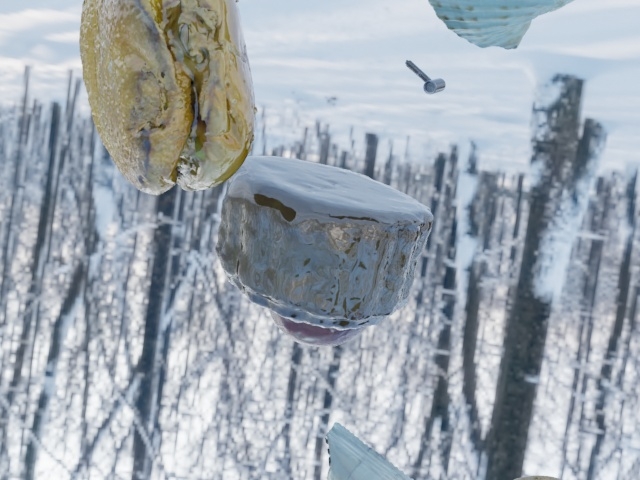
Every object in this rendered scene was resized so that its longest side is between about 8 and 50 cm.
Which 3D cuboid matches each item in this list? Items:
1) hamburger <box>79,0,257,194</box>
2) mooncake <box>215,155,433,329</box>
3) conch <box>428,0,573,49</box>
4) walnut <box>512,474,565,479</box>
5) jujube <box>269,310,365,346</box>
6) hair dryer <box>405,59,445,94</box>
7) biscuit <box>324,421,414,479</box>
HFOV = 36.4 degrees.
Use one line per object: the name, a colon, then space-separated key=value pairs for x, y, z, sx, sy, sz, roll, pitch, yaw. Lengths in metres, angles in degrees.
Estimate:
hamburger: x=-0.180 y=-0.203 z=1.162 sx=0.170 sy=0.290 sz=0.314 roll=-12 pitch=-159 yaw=-21
mooncake: x=-0.001 y=-0.001 z=1.458 sx=0.323 sy=0.187 sz=0.324 roll=13 pitch=-163 yaw=-4
conch: x=0.264 y=-0.398 z=1.182 sx=0.302 sy=0.319 sz=0.215 roll=-5 pitch=-170 yaw=-32
walnut: x=0.410 y=0.525 z=1.732 sx=0.245 sy=0.198 sz=0.198 roll=41 pitch=-170 yaw=9
jujube: x=0.023 y=0.049 z=1.756 sx=0.223 sy=0.223 sz=0.318 roll=9 pitch=-143 yaw=13
hair dryer: x=0.185 y=-0.296 z=1.755 sx=0.083 sy=0.026 sz=0.047 roll=42 pitch=-149 yaw=14
biscuit: x=0.064 y=0.402 z=1.331 sx=0.186 sy=0.309 sz=0.079 roll=30 pitch=-133 yaw=31
